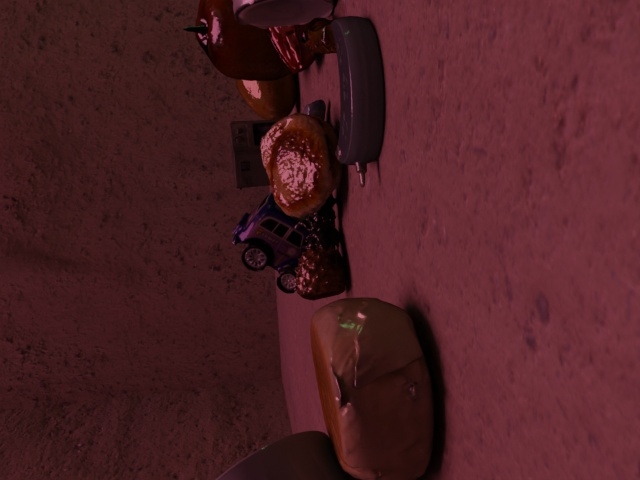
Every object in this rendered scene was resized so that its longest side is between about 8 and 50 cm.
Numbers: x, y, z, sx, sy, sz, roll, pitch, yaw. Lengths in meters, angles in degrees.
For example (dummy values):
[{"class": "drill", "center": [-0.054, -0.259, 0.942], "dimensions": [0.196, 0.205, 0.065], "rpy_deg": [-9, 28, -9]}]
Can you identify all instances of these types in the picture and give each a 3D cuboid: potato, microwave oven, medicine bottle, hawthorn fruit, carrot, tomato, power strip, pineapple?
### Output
[{"class": "potato", "center": [-0.136, -0.417, 2.059], "dimensions": [0.203, 0.178, 0.158], "rpy_deg": [-42, 66, 51]}, {"class": "microwave oven", "center": [-0.136, -0.240, 1.937], "dimensions": [0.163, 0.205, 0.129], "rpy_deg": [97, 166, -54]}, {"class": "medicine bottle", "center": [-0.082, -0.583, 1.336], "dimensions": [0.190, 0.190, 0.332], "rpy_deg": [176, 89, -83]}, {"class": "hawthorn fruit", "center": [-0.188, -0.530, 1.777], "dimensions": [0.268, 0.301, 0.267], "rpy_deg": [179, 90, -77]}, {"class": "carrot", "center": [0.010, -0.365, 1.287], "dimensions": [0.228, 0.069, 0.069], "rpy_deg": [-121, 27, -71]}, {"class": "tomato", "center": [-0.056, -0.483, 1.569], "dimensions": [0.228, 0.101, 0.228], "rpy_deg": [58, 165, 27]}, {"class": "power strip", "center": [0.054, -0.209, 1.089], "dimensions": [0.167, 0.054, 0.253], "rpy_deg": [-119, 26, -74]}, {"class": "pineapple", "center": [0.000, 0.000, 1.488], "dimensions": [0.111, 0.119, 0.237], "rpy_deg": [14, -111, -50]}]

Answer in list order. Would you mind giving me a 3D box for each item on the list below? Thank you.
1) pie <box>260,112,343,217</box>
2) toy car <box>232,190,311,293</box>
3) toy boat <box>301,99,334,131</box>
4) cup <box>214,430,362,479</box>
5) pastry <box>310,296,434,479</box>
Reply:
[{"class": "pie", "center": [-0.043, -0.152, 1.428], "dimensions": [0.179, 0.084, 0.205], "rpy_deg": [-30, 67, 33]}, {"class": "toy car", "center": [-0.071, -0.003, 1.654], "dimensions": [0.158, 0.235, 0.172], "rpy_deg": [-52, 8, 26]}, {"class": "toy boat", "center": [-0.006, -0.198, 1.553], "dimensions": [0.207, 0.079, 0.134], "rpy_deg": [109, 149, -47]}, {"class": "cup", "center": [0.026, 0.454, 0.981], "dimensions": [0.327, 0.323, 0.237], "rpy_deg": [51, 123, 31]}, {"class": "pastry", "center": [0.067, 0.197, 0.957], "dimensions": [0.265, 0.133, 0.265], "rpy_deg": [174, 90, -83]}]
